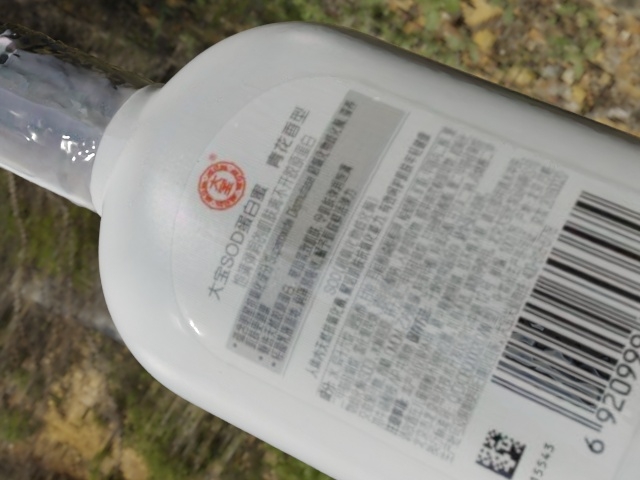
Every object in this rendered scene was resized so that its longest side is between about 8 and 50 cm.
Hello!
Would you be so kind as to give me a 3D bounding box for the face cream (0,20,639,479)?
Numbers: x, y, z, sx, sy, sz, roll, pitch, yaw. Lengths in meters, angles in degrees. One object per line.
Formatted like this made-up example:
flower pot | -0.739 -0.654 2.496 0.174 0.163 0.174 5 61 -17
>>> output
face cream | 0.000 0.000 0.392 0.291 0.144 0.071 23 175 19
